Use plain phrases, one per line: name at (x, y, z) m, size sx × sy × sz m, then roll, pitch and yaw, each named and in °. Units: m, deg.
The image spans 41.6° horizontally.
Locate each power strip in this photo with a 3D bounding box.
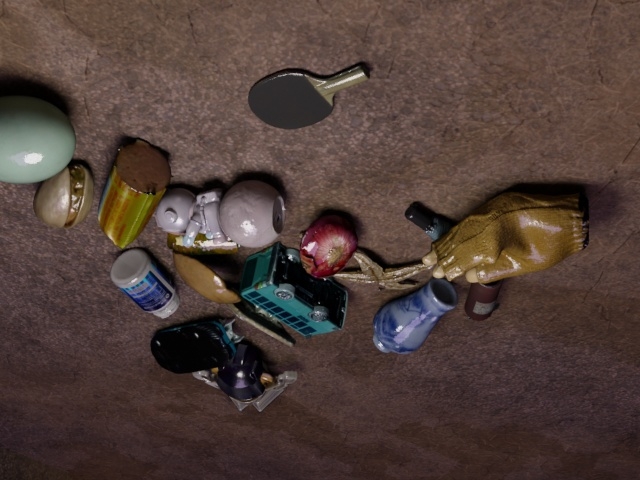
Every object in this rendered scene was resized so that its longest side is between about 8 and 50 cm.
power strip at (-0.159, 0.165, 2.104) m, size 0.198 × 0.064 × 0.213 m, roll 34°, pitch -179°, yaw -36°

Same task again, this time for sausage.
sausage at (-0.406, -0.076, 1.794) m, size 0.125 × 0.117 × 0.317 m, roll 51°, pitch 144°, yaw 9°

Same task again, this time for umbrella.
umbrella at (0.278, -0.006, 1.849) m, size 0.250 × 0.053 × 0.052 m, roll 30°, pitch 140°, yaw -32°

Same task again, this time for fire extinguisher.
fire extinguisher at (0.402, 0.137, 2.038) m, size 0.099 × 0.071 × 0.231 m, roll -20°, pitch 148°, yaw -11°

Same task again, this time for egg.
egg at (-0.579, -0.192, 1.604) m, size 0.231 × 0.168 × 0.168 m, roll 1°, pitch 146°, yaw 11°

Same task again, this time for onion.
onion at (0.000, 0.000, 1.874) m, size 0.150 × 0.140 × 0.150 m, roll -19°, pitch 127°, yaw -27°

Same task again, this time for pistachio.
pistachio at (-0.549, -0.095, 1.802) m, size 0.125 × 0.124 × 0.185 m, roll 21°, pitch 127°, yaw -21°

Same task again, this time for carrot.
carrot at (-0.260, -0.004, 1.912) m, size 0.173 × 0.082 × 0.082 m, roll 4°, pitch 146°, yaw 3°

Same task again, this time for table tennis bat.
table tennis bat at (-0.021, -0.268, 1.539) m, size 0.247 × 0.022 × 0.138 m, roll -17°, pitch 140°, yaw 31°

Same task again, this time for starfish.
starfish at (0.132, 0.071, 1.994) m, size 0.248 × 0.050 × 0.138 m, roll 8°, pitch 144°, yaw -8°

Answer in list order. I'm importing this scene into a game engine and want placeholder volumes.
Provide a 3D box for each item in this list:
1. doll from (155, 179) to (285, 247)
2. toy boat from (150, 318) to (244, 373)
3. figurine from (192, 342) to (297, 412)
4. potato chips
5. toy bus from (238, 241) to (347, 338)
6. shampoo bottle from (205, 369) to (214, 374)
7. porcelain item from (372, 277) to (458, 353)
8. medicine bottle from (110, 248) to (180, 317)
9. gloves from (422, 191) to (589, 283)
doll at (-0.222, -0.058, 1.787) m, size 0.287 × 0.150 × 0.151 m, roll 2°, pitch 146°, yaw 18°
toy boat at (-0.346, 0.286, 2.350) m, size 0.299 × 0.092 × 0.134 m, roll -14°, pitch 108°, yaw 39°
figurine at (-0.216, 0.404, 2.458) m, size 0.309 × 0.143 × 0.308 m, roll -12°, pitch 153°, yaw -6°
potato chips at (-0.278, 0.091, 1.974) m, size 0.208 × 0.061 × 0.195 m, roll 36°, pitch 173°, yaw 9°
toy bus at (-0.063, 0.127, 2.037) m, size 0.147 × 0.128 × 0.256 m, roll -21°, pitch 135°, yaw 38°
shampoo bottle at (-0.382, 0.375, 2.540) m, size 0.137 × 0.027 × 0.048 m, roll 19°, pitch 142°, yaw -18°
porcelain item at (0.229, 0.192, 2.091) m, size 0.141 × 0.141 × 0.259 m, roll 24°, pitch 133°, yaw -25°
medicine bottle at (-0.427, 0.111, 2.084) m, size 0.107 × 0.107 × 0.191 m, roll -8°, pitch 144°, yaw 20°
gloves at (0.384, -0.006, 1.743) m, size 0.357 × 0.155 × 0.203 m, roll -19°, pitch 150°, yaw 6°
